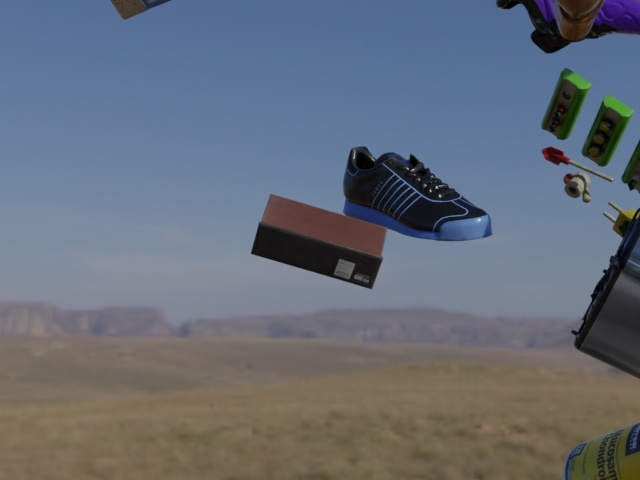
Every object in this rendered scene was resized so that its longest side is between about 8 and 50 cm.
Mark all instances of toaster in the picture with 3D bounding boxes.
[{"bbox_3d":[0.387,0.057,1.466,0.110,0.168,0.186,27,43,13],"label":"toaster"}]

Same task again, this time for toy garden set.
[{"bbox_3d":[0.397,-0.092,1.689,0.244,0.049,0.204,37,-31,18],"label":"toy garden set"}]

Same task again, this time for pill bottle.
[{"bbox_3d":[0.348,0.239,1.286,0.103,0.103,0.184,4,-25,-35],"label":"pill bottle"}]

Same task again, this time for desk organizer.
[{"bbox_3d":[0.000,0.000,1.264,0.130,0.050,0.047,16,-48,-1],"label":"desk organizer"}]

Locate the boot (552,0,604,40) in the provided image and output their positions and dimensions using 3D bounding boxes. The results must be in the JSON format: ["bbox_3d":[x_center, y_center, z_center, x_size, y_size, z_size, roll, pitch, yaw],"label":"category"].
[{"bbox_3d":[0.336,-0.404,1.515,0.109,0.283,0.220,4,-17,11],"label":"boot"}]

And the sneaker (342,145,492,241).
[{"bbox_3d":[0.116,-0.060,1.549,0.232,0.090,0.081,15,21,40],"label":"sneaker"}]

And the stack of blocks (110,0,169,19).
[{"bbox_3d":[-0.180,-0.353,1.054,0.171,0.297,0.087,-8,32,50],"label":"stack of blocks"}]

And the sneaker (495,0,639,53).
[{"bbox_3d":[0.399,-0.344,1.890,0.293,0.146,0.102,30,12,19],"label":"sneaker"}]
